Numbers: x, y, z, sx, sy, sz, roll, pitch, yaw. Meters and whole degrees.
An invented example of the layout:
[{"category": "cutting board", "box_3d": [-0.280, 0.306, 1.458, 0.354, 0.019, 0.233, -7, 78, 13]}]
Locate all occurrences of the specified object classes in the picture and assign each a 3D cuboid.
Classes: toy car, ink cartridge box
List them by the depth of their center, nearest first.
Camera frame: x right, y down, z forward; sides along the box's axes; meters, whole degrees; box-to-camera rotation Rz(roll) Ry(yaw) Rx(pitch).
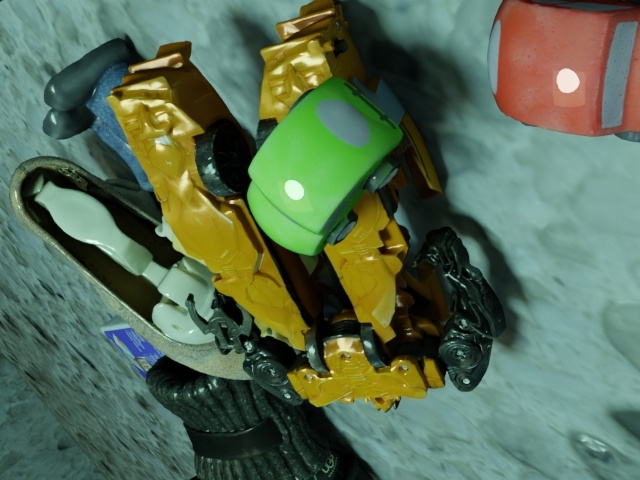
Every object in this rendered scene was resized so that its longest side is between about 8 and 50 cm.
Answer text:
[{"category": "toy car", "box_3d": [0.025, -0.070, 0.401, 0.239, 0.053, 0.225, 42, 125, 9]}, {"category": "ink cartridge box", "box_3d": [-0.185, 0.178, 1.183, 0.206, 0.045, 0.208, 52, 151, -16]}]

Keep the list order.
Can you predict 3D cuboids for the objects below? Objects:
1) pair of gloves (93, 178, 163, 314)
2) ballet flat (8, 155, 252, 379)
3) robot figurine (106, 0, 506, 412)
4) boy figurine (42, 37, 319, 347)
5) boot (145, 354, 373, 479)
[{"category": "pair of gloves", "box_3d": [-0.218, 0.010, 0.994, 0.240, 0.042, 0.204, 5, 129, 46]}, {"category": "ballet flat", "box_3d": [-0.164, 0.029, 0.821, 0.316, 0.107, 0.106, 34, 166, -3]}, {"category": "robot figurine", "box_3d": [0.000, 0.000, 0.567, 0.211, 0.085, 0.291, -8, 127, 25]}, {"category": "boy figurine", "box_3d": [-0.099, -0.025, 0.715, 0.285, 0.092, 0.177, 48, 152, 1]}, {"category": "boot", "box_3d": [-0.131, 0.247, 1.042, 0.348, 0.131, 0.260, -28, 113, 35]}]
